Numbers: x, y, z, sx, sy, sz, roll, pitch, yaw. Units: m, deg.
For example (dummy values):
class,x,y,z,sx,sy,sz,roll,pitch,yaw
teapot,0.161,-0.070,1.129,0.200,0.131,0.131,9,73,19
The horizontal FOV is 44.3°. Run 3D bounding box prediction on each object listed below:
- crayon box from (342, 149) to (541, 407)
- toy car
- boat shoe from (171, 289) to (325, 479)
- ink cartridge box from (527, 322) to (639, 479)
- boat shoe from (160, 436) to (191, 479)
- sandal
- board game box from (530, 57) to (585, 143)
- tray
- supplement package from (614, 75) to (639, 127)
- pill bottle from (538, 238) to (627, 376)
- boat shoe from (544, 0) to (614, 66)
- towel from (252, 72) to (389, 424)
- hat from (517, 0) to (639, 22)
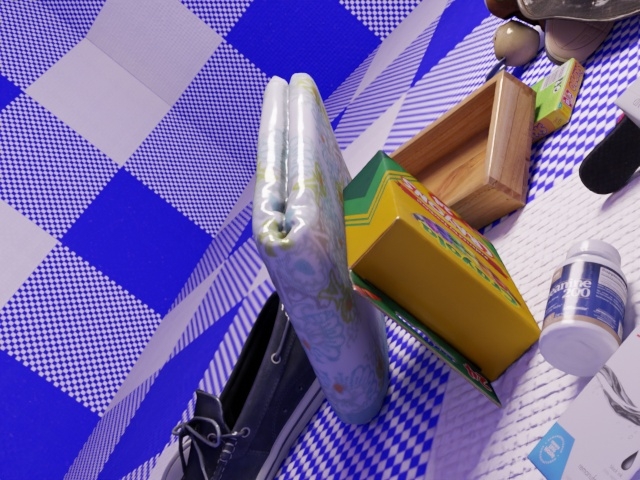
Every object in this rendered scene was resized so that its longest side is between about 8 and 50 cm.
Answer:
class,x,y,z,sx,sy,sz,roll,pitch,yaw
crayon box,0.126,0.026,0.876,0.081,0.202,0.318,-48,14,16
toy car,0.338,-0.371,1.407,0.188,0.149,0.155,-67,-15,19
boat shoe,-0.135,0.287,1.153,0.500,0.156,0.187,-56,18,-15
ink cartridge box,0.238,0.119,0.542,0.180,0.060,0.104,-51,12,2
boat shoe,-0.164,0.318,1.302,0.254,0.095,0.079,-50,14,2
sandal,0.348,-0.124,0.837,0.179,0.067,0.040,-48,2,27
board game box,0.290,-0.171,1.218,0.259,0.039,0.124,-31,25,51
tray,0.161,-0.072,1.228,0.411,0.076,0.203,-33,35,52
supplement package,0.376,-0.145,0.694,0.179,0.105,0.105,-48,16,18
pill bottle,0.238,0.056,0.703,0.067,0.067,0.120,-38,19,46
boat shoe,0.413,-0.379,1.250,0.092,0.103,0.285,96,-169,-65
towel,0.000,0.000,1.019,0.090,0.320,0.374,-16,40,12
hat,0.405,-0.463,1.119,0.331,0.134,0.331,-27,41,26
